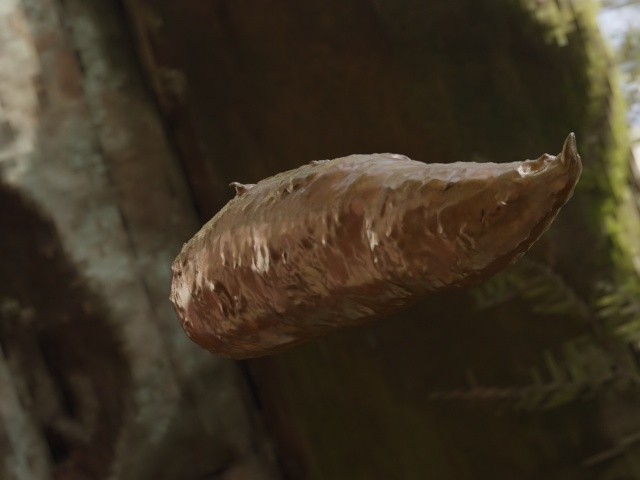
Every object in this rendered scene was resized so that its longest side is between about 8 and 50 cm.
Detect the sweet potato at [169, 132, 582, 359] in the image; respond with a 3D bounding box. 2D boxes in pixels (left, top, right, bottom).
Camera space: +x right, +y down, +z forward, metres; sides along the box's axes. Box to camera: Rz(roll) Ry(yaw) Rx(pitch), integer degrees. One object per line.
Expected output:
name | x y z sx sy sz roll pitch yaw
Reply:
sweet potato | 0.000 0.000 0.749 0.072 0.066 0.314 54 -28 -5
